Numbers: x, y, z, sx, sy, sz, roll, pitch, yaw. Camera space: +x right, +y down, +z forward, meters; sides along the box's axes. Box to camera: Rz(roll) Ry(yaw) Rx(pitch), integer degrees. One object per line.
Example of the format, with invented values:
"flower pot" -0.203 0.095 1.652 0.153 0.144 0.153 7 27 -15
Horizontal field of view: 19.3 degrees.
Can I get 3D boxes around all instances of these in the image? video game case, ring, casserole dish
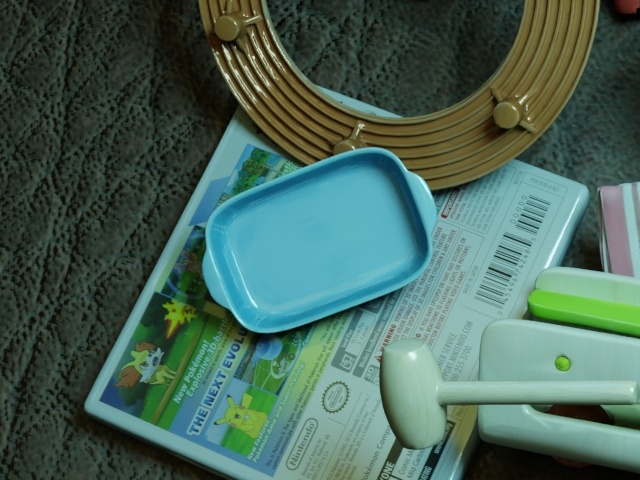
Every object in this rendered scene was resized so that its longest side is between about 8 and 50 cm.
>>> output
"video game case" 0.014 0.050 1.505 0.300 0.036 0.329 22 74 16
"ring" 0.050 -0.199 1.451 0.337 0.032 0.336 7 108 21
"casserole dish" 0.000 0.000 1.469 0.188 0.037 0.114 -21 89 6

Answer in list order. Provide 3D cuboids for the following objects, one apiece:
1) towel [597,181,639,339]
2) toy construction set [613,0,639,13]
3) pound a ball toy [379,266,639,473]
"towel" 0.306 0.021 1.406 0.197 0.029 0.144 -3 100 29
"toy construction set" 0.368 -0.196 1.467 0.237 0.257 0.309 -12 88 -9
"pound a ball toy" 0.223 0.126 1.338 0.319 0.208 0.135 8 112 24
